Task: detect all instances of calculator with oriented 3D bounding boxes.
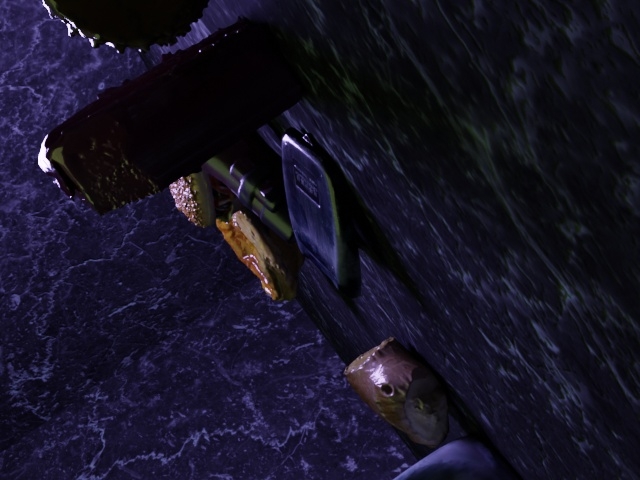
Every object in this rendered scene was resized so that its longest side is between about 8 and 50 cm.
[{"bbox_3d":[0.000,-0.044,1.397,0.177,0.040,0.268,43,149,46],"label":"calculator"}]

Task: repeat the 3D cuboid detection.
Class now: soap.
[{"bbox_3d":[-0.199,-0.153,1.204,0.127,0.324,0.220,62,170,-19],"label":"soap"}]

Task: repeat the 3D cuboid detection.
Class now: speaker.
[{"bbox_3d":[-0.140,-0.120,1.667,0.329,0.198,0.259,46,160,8],"label":"speaker"}]

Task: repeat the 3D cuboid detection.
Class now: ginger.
[{"bbox_3d":[0.151,0.280,1.747,0.221,0.130,0.276,45,178,11],"label":"ginger"}]

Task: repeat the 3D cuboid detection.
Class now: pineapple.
[{"bbox_3d":[-0.217,-0.324,1.143,0.202,0.202,0.362,57,-176,-10],"label":"pineapple"}]

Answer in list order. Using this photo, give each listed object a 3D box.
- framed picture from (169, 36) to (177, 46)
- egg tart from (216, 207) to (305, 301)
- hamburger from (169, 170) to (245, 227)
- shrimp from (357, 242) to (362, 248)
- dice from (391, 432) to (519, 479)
[{"bbox_3d":[-0.380,-0.520,2.093,0.128,0.023,0.168,50,172,37],"label":"framed picture"},{"bbox_3d":[-0.140,-0.018,2.261,0.352,0.150,0.352,50,166,17],"label":"egg tart"},{"bbox_3d":[-0.255,-0.175,2.008,0.302,0.170,0.302,51,153,38],"label":"hamburger"},{"bbox_3d":[0.031,0.003,1.519,0.065,0.056,0.165,64,169,-17],"label":"shrimp"},{"bbox_3d":[0.229,0.555,1.640,0.328,0.348,0.330,54,180,18],"label":"dice"}]
